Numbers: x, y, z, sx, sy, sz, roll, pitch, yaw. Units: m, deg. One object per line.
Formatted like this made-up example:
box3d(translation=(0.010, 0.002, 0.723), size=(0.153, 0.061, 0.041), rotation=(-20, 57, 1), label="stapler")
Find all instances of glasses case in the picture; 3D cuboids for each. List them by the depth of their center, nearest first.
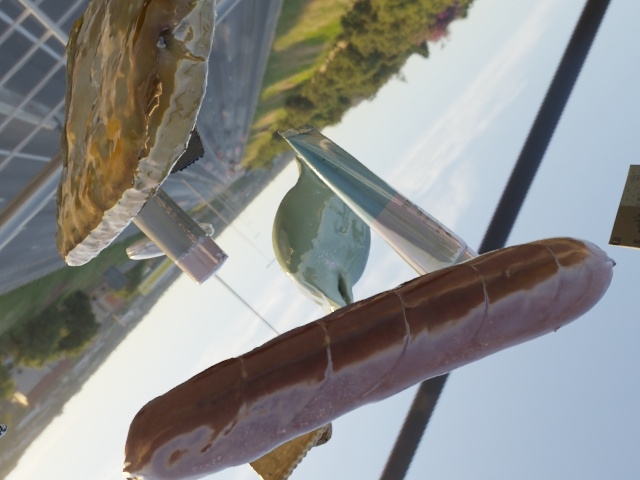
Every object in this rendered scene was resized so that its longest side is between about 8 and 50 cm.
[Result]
box3d(translation=(-0.322, 0.000, 1.370), size=(0.197, 0.049, 0.076), rotation=(-19, -177, -39), label="glasses case")

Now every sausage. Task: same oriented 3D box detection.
box3d(translation=(0.046, 0.085, 0.502), size=(0.432, 0.088, 0.088), rotation=(-21, -173, -6), label="sausage")

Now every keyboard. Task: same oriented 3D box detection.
box3d(translation=(-0.257, -0.176, 1.199), size=(0.074, 0.015, 0.196), rotation=(-37, -150, 3), label="keyboard")

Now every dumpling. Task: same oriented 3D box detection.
box3d(translation=(0.014, 0.004, 1.402), size=(0.270, 0.211, 0.321), rotation=(33, 73, -61), label="dumpling")

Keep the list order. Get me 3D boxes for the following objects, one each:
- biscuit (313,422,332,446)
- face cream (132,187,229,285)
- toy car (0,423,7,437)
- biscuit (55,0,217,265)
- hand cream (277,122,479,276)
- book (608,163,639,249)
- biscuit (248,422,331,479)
box3d(translation=(-0.015, 0.400, 1.555), size=(0.262, 0.052, 0.277), rotation=(0, -150, 18), label="biscuit")
box3d(translation=(-0.277, -0.039, 1.110), size=(0.073, 0.269, 0.107), rotation=(-44, -175, 19), label="face cream")
box3d(translation=(-0.636, 0.356, 1.183), size=(0.041, 0.093, 0.025), rotation=(-42, -129, 30), label="toy car")
box3d(translation=(-0.254, -0.240, 0.868), size=(0.446, 0.104, 0.430), rotation=(-35, -127, 44), label="biscuit")
box3d(translation=(0.077, -0.037, 0.793), size=(0.070, 0.312, 0.111), rotation=(-52, 174, 24), label="hand cream")
box3d(translation=(0.726, -0.074, 1.399), size=(0.138, 0.016, 0.199), rotation=(12, -97, 54), label="book")
box3d(translation=(-0.059, 0.308, 1.139), size=(0.250, 0.160, 0.030), rotation=(-56, 150, 10), label="biscuit")
